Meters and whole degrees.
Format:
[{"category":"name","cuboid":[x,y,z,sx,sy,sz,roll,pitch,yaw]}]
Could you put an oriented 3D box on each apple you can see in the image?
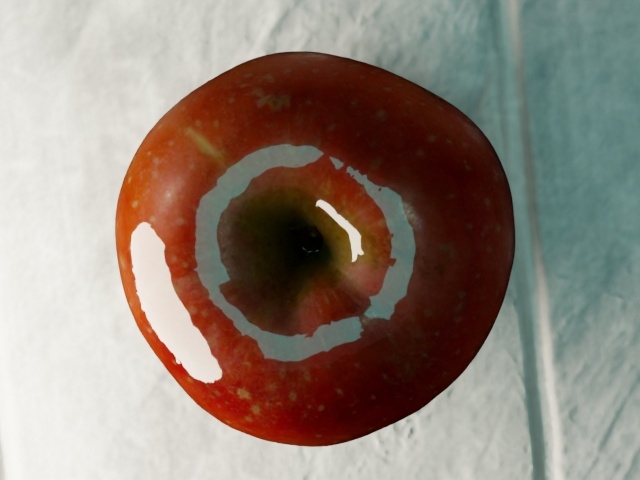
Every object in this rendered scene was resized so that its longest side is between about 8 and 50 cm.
[{"category":"apple","cuboid":[0.000,0.000,1.140,0.260,0.216,0.260,1,94,7]}]
